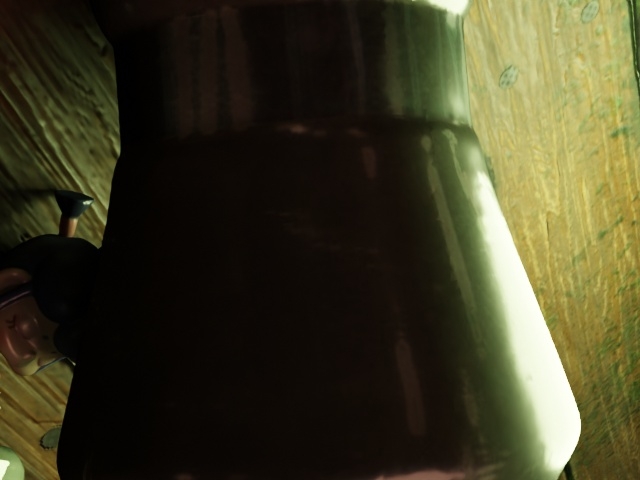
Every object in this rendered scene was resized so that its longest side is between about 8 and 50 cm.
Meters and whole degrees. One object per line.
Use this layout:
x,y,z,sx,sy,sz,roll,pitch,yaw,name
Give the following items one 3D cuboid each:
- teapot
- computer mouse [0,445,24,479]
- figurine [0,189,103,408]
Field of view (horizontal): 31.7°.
0.000,0.000,0.708,0.376,0.306,0.361,-1,88,-78,teapot
-0.356,0.199,0.741,0.331,0.095,0.197,-6,148,-47,computer mouse
-0.208,0.053,0.754,0.195,0.102,0.111,-24,141,-21,figurine
